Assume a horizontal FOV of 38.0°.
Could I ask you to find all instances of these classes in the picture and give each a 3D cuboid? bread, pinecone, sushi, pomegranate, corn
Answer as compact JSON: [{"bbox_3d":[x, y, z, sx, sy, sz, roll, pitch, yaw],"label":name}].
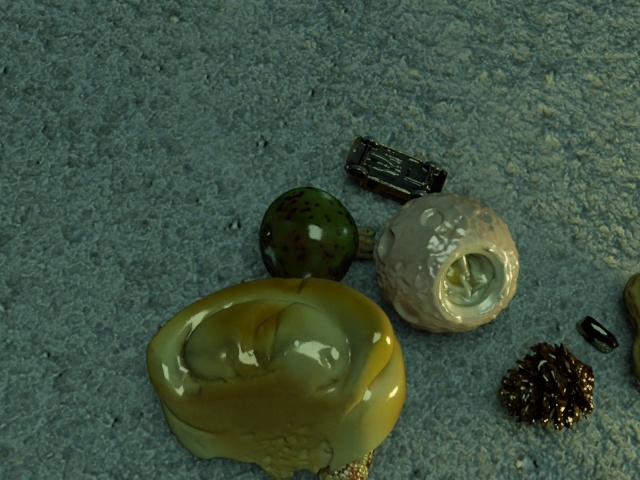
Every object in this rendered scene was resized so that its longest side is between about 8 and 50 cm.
[{"bbox_3d":[-0.075,0.224,1.534,0.424,0.245,0.328,-4,69,13],"label":"bread"},{"bbox_3d":[0.398,0.259,1.635,0.174,0.173,0.173,2,67,-4],"label":"pinecone"},{"bbox_3d":[0.522,0.172,1.735,0.083,0.046,0.044,41,70,12],"label":"sushi"},{"bbox_3d":[0.000,0.000,1.699,0.248,0.202,0.202,2,64,-33],"label":"pomegranate"},{"bbox_3d":[0.066,0.317,1.617,0.086,0.086,0.253,18,64,3],"label":"corn"}]

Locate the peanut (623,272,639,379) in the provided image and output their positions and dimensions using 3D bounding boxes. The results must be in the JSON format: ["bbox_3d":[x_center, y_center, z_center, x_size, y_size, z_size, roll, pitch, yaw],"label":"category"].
[{"bbox_3d":[0.637,0.189,1.685,0.159,0.143,0.291,-9,66,-19],"label":"peanut"}]

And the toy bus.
[{"bbox_3d":[0.141,-0.126,1.807,0.195,0.088,0.083,23,67,3],"label":"toy bus"}]

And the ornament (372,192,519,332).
[{"bbox_3d":[0.218,0.038,1.659,0.260,0.225,0.259,-6,110,-18],"label":"ornament"}]
